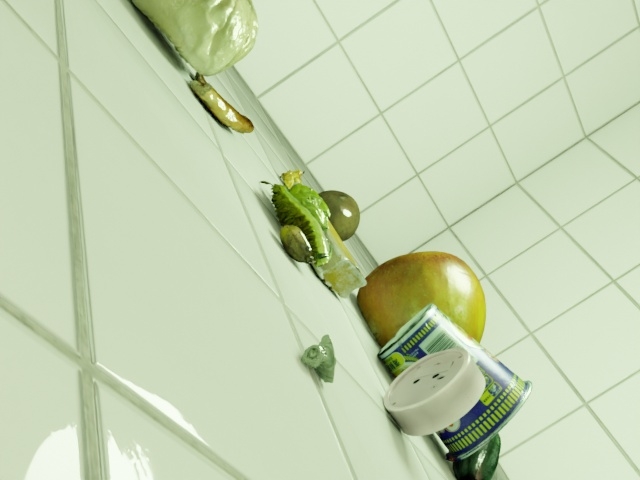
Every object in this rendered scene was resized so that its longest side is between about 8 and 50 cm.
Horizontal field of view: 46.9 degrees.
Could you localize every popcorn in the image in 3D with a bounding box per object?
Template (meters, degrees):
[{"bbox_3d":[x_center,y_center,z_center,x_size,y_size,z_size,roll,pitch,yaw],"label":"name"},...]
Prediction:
[{"bbox_3d":[-0.080,-0.194,2.342,0.084,0.084,0.084,55,5,-8],"label":"popcorn"}]

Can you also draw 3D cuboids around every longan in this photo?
[{"bbox_3d":[0.037,-0.073,2.242,0.167,0.167,0.187,57,6,6],"label":"longan"}]

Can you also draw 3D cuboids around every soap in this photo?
[{"bbox_3d":[0.000,0.000,1.842,0.274,0.089,0.173,59,6,34],"label":"soap"}]

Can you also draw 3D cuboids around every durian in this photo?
[{"bbox_3d":[-0.052,-0.070,1.674,0.375,0.132,0.106,-123,-141,-51],"label":"durian"}]

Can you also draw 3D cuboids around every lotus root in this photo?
[{"bbox_3d":[-0.049,0.011,1.521,0.099,0.049,0.054,57,-16,-20],"label":"lotus root"}]

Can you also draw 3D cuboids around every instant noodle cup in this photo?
[{"bbox_3d":[0.313,0.333,1.827,0.312,0.284,0.284,47,4,6],"label":"instant noodle cup"}]

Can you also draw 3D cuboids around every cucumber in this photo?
[{"bbox_3d":[0.393,0.536,1.842,0.115,0.063,0.244,14,19,13],"label":"cucumber"}]

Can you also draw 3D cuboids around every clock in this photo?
[{"bbox_3d":[0.224,0.297,1.460,0.068,0.197,0.197,56,5,-9],"label":"clock"}]

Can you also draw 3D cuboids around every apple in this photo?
[{"bbox_3d":[0.293,0.217,2.126,0.374,0.374,0.384,56,-34,2],"label":"apple"}]

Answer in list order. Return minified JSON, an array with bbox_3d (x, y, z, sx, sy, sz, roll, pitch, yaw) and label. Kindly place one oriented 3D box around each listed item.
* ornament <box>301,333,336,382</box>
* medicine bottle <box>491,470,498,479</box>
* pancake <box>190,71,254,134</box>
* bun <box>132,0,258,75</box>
[{"bbox_3d":[0.004,0.172,1.076,0.092,0.041,0.068,67,18,-47],"label":"ornament"},{"bbox_3d":[0.421,0.616,1.933,0.080,0.080,0.130,60,7,35],"label":"medicine bottle"},{"bbox_3d":[-0.262,-0.366,1.852,0.244,0.057,0.266,58,7,32],"label":"pancake"},{"bbox_3d":[-0.284,-0.560,1.765,0.352,0.227,0.349,41,11,-47],"label":"bun"}]
